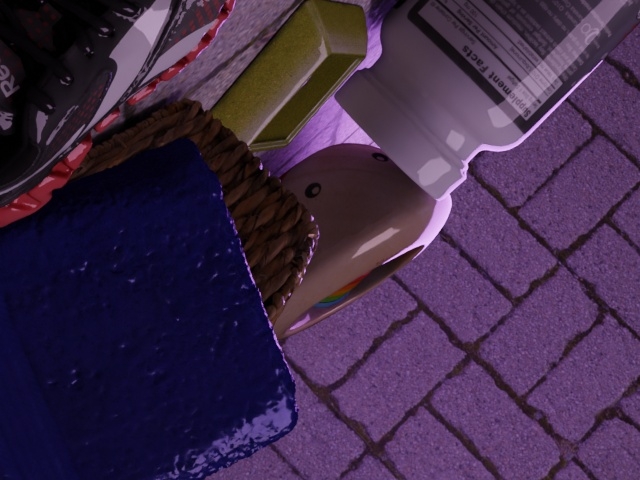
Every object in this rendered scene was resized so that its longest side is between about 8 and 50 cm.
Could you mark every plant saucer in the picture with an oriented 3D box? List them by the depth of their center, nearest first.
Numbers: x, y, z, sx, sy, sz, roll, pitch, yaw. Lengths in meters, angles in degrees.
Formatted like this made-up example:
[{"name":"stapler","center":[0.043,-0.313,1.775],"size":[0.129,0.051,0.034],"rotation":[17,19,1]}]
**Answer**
[{"name":"plant saucer","center":[-0.028,-0.151,1.294],"size":[0.188,0.045,0.188],"rotation":[-47,172,17]}]

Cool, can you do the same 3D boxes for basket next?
[{"name":"basket","center":[-0.165,0.063,1.075],"size":[0.299,0.213,0.223],"rotation":[-37,168,-46]}]

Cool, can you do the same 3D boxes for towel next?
[{"name":"towel","center":[-0.185,0.084,0.854],"size":[0.308,0.228,0.076],"rotation":[-22,-161,-11]}]

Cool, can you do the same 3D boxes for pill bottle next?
[{"name":"pill bottle","center":[0.198,-0.232,1.443],"size":[0.363,0.210,0.210],"rotation":[-46,172,8]}]

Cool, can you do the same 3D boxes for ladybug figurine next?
[{"name":"ladybug figurine","center":[0.000,0.000,1.692],"size":[0.305,0.162,0.449],"rotation":[-28,172,-24]}]

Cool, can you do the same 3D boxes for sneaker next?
[{"name":"sneaker","center":[-0.138,-0.113,0.716],"size":[0.276,0.097,0.135],"rotation":[-45,175,9]}]
